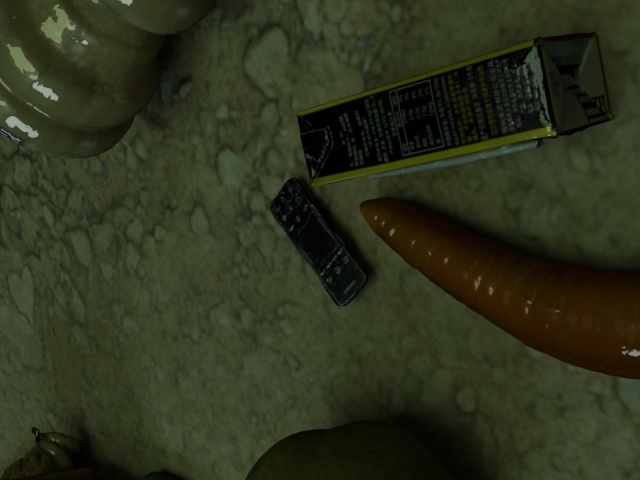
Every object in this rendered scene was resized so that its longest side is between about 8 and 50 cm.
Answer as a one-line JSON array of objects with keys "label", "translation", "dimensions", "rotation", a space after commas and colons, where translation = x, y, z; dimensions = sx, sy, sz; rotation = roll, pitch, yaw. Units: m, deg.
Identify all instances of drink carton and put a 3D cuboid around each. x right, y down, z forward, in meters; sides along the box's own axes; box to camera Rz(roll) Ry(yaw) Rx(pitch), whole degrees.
[{"label": "drink carton", "translation": [0.071, -0.069, 0.492], "dimensions": [0.166, 0.071, 0.056], "rotation": [-10, 93, 44]}]

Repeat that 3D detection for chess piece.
[{"label": "chess piece", "translation": [-0.133, -0.179, 0.598], "dimensions": [0.261, 0.143, 0.142], "rotation": [-36, 79, 37]}]

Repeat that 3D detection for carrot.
[{"label": "carrot", "translation": [0.124, 0.030, 0.487], "dimensions": [0.271, 0.062, 0.066], "rotation": [14, 144, 42]}]

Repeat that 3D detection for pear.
[{"label": "pear", "translation": [0.024, 0.196, 0.569], "dimensions": [0.167, 0.137, 0.167], "rotation": [13, 112, 35]}]

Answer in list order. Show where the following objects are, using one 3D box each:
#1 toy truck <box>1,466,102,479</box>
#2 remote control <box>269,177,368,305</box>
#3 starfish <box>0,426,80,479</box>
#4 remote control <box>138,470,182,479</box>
[{"label": "toy truck", "translation": [-0.257, 0.377, 0.817], "dimensions": [0.136, 0.162, 0.305], "rotation": [-152, 57, -68]}, {"label": "remote control", "translation": [0.000, 0.000, 0.612], "dimensions": [0.096, 0.014, 0.039], "rotation": [53, 130, 18]}, {"label": "starfish", "translation": [-0.340, 0.405, 0.991], "dimensions": [0.432, 0.082, 0.323], "rotation": [-30, 79, 40]}, {"label": "remote control", "translation": [-0.135, 0.334, 0.814], "dimensions": [0.098, 0.038, 0.233], "rotation": [21, 115, 35]}]
